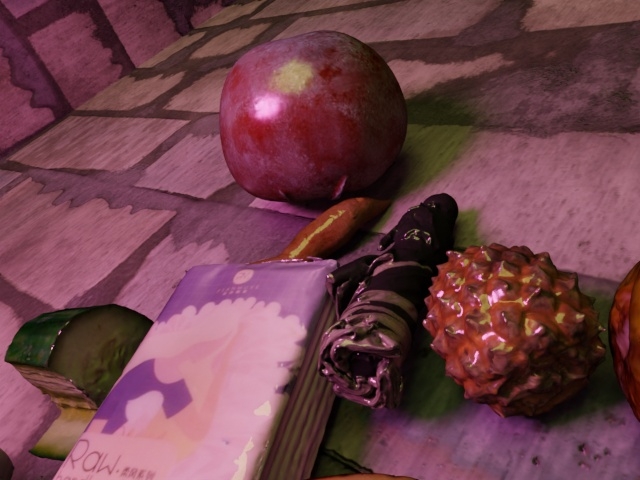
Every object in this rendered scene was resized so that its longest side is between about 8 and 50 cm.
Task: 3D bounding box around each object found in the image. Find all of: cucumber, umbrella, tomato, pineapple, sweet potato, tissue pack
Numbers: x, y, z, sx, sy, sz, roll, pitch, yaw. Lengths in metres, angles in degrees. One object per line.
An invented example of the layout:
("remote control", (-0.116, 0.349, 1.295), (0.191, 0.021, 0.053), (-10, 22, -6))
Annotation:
("cucumber", (-0.282, 0.169, 0.691), (0.130, 0.191, 0.191), (-8, 39, 23))
("umbrella", (0.093, 0.044, 0.661), (0.106, 0.113, 0.357), (3, 32, 26))
("tomato", (-0.015, -0.194, 0.911), (0.317, 0.282, 0.316), (-13, 16, 4))
("pineapple", (0.182, 0.072, 0.549), (0.166, 0.166, 0.193), (-23, 36, 4))
("sweet potato", (0.000, 0.000, 0.824), (0.281, 0.067, 0.059), (-35, 35, -12))
("tissue pack", (-0.113, 0.177, 0.615), (0.243, 0.125, 0.343), (-3, 41, 27))

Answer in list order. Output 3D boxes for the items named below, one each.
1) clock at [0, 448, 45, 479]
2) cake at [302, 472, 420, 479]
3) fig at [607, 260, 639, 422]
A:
("clock", (-0.433, 0.272, 0.634), (0.152, 0.191, 0.062), (-12, 38, 17))
("cake", (0.029, 0.276, 0.357), (0.185, 0.207, 0.178), (0, 43, -2))
("fig", (0.320, 0.089, 0.421), (0.191, 0.181, 0.181), (26, 54, 11))
